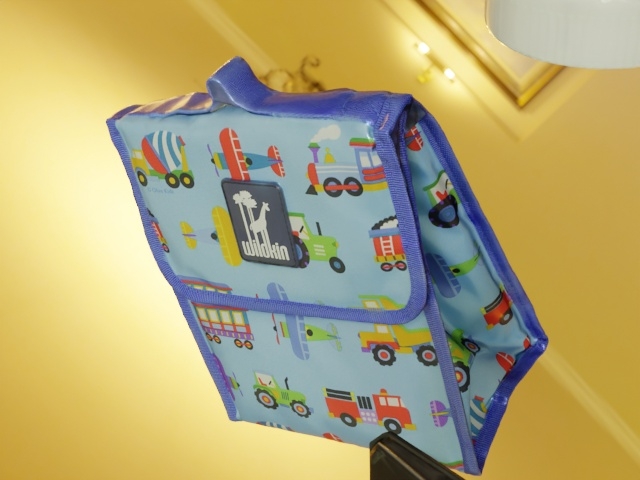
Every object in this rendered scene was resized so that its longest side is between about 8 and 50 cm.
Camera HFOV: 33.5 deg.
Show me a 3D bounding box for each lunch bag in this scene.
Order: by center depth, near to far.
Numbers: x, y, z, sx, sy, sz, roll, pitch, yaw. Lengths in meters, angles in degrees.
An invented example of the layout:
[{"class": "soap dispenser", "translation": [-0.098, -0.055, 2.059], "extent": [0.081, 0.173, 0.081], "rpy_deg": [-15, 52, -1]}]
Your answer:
[{"class": "lunch bag", "translation": [0.000, 0.000, 0.723], "extent": [0.138, 0.221, 0.293], "rpy_deg": [-54, -46, -35]}]

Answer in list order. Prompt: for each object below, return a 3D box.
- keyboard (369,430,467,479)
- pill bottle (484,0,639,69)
[{"class": "keyboard", "translation": [0.055, 0.184, 0.466], "extent": [0.023, 0.180, 0.108], "rpy_deg": [-10, -161, -25]}, {"class": "pill bottle", "translation": [0.122, -0.190, 0.430], "extent": [0.121, 0.121, 0.221], "rpy_deg": [-111, 16, -53]}]
